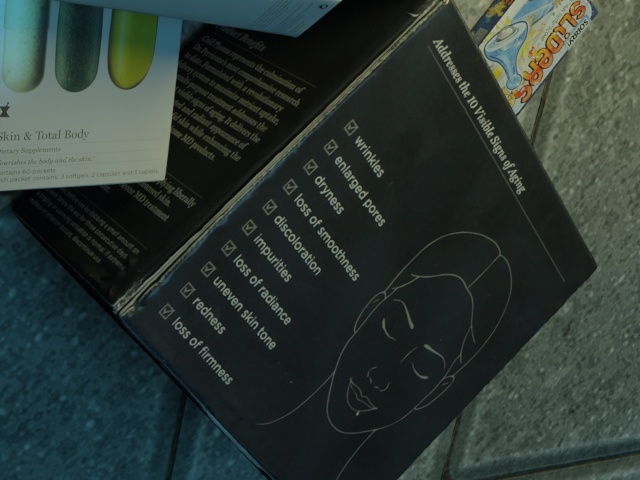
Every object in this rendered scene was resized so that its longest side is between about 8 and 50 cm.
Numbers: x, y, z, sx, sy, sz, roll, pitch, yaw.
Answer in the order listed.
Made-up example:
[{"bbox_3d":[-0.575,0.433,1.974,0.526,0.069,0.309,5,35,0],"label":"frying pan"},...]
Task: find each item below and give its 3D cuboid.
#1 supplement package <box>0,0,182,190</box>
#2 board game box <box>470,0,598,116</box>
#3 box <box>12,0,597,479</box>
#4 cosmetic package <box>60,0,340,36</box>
[{"bbox_3d":[-0.268,-0.207,1.350,0.199,0.198,0.262,-6,115,-34],"label":"supplement package"},{"bbox_3d":[0.271,-0.271,1.827,0.201,0.035,0.136,-52,132,-3],"label":"board game box"},{"bbox_3d":[0.000,0.000,1.590,0.472,0.297,0.480,-43,130,-9],"label":"box"},{"bbox_3d":[-0.139,-0.389,1.241,0.284,0.097,0.377,5,71,-32],"label":"cosmetic package"}]
